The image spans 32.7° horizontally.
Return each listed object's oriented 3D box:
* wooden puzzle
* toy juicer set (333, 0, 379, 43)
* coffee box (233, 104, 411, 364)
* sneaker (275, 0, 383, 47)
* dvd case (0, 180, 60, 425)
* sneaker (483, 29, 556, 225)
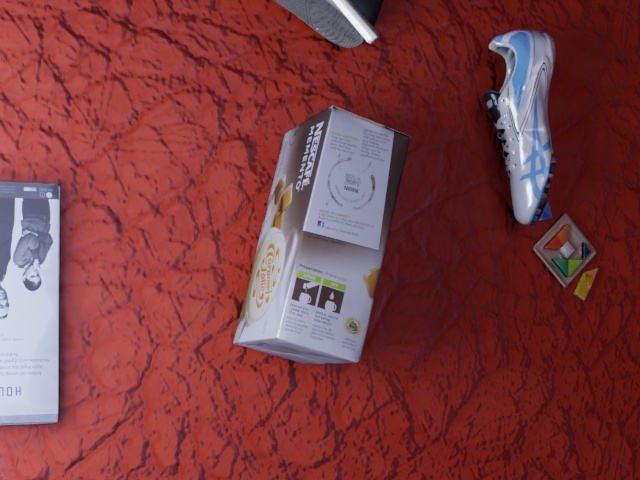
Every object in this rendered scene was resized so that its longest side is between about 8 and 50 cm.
[{"bbox_3d":[0.307,0.012,1.356,0.116,0.014,0.078,43,69,-13],"label":"wooden puzzle"},{"bbox_3d":[0.041,-0.377,1.182,0.209,0.089,0.329,36,46,-9],"label":"toy juicer set"},{"bbox_3d":[0.000,0.000,1.151,0.098,0.141,0.246,18,77,-21],"label":"coffee box"},{"bbox_3d":[-0.016,-0.328,1.227,0.222,0.083,0.118,39,62,-21],"label":"sneaker"},{"bbox_3d":[-0.343,0.059,1.051,0.179,0.029,0.238,2,83,-24],"label":"dvd case"},{"bbox_3d":[0.239,-0.136,1.316,0.086,0.085,0.237,0,87,2],"label":"sneaker"}]
